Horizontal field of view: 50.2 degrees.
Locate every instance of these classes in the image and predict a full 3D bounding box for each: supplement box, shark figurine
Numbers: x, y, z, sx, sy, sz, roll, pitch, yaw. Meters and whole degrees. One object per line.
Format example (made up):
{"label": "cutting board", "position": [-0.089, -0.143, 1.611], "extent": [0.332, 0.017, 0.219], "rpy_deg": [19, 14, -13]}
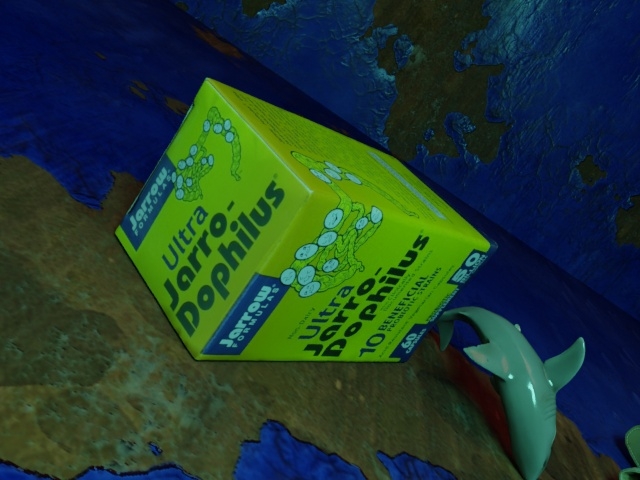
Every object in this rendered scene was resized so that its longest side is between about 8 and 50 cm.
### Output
{"label": "supplement box", "position": [0.000, 0.000, 0.756], "extent": [0.356, 0.194, 0.195], "rpy_deg": [12, 29, -50]}
{"label": "shark figurine", "position": [0.199, 0.134, 0.841], "extent": [0.116, 0.166, 0.278], "rpy_deg": [10, 28, -33]}

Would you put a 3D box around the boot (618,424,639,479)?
{"label": "boot", "position": [0.467, 0.329, 0.951], "extent": [0.165, 0.077, 0.213], "rpy_deg": [23, 24, -29]}
